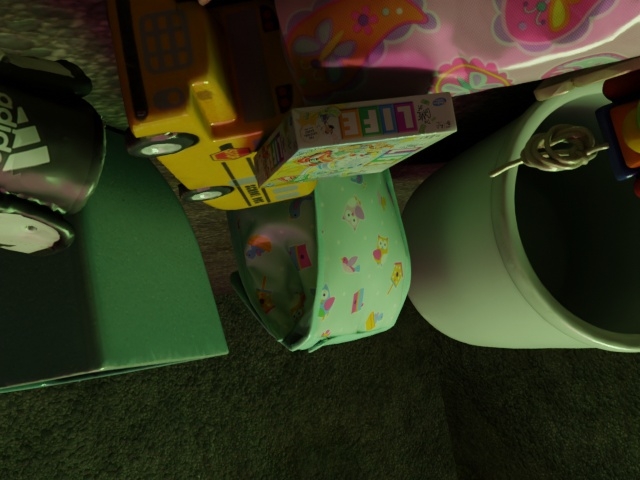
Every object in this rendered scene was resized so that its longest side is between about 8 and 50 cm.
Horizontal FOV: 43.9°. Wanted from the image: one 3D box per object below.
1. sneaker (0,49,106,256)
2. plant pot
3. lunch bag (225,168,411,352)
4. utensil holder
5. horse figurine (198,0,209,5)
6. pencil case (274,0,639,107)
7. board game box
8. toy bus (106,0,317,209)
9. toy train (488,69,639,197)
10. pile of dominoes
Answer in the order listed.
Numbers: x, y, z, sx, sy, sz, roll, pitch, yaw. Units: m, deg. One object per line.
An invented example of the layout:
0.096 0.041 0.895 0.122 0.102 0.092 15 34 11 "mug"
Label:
-0.211 -0.087 0.314 0.257 0.169 0.447 6 177 -18 "sneaker"
-0.267 0.016 0.797 0.247 0.252 0.248 -12 172 18 "plant pot"
0.000 0.000 0.974 0.160 0.262 0.223 -14 172 30 "lunch bag"
0.308 -0.011 1.089 0.327 0.328 0.385 -8 174 -15 "utensil holder"
-0.096 -0.168 0.387 0.263 0.066 0.174 -7 179 -40 "horse figurine"
0.112 -0.161 0.511 0.284 0.124 0.124 -12 172 12 "pencil case"
0.016 -0.067 0.554 0.103 0.026 0.154 -9 177 -13 "board game box"
-0.076 -0.107 0.674 0.130 0.108 0.333 -10 172 1 "toy bus"
0.245 -0.084 0.592 0.248 0.105 0.143 -17 177 15 "toy train"
0.295 -0.161 0.616 0.196 0.040 0.251 -13 -162 37 "pile of dominoes"
